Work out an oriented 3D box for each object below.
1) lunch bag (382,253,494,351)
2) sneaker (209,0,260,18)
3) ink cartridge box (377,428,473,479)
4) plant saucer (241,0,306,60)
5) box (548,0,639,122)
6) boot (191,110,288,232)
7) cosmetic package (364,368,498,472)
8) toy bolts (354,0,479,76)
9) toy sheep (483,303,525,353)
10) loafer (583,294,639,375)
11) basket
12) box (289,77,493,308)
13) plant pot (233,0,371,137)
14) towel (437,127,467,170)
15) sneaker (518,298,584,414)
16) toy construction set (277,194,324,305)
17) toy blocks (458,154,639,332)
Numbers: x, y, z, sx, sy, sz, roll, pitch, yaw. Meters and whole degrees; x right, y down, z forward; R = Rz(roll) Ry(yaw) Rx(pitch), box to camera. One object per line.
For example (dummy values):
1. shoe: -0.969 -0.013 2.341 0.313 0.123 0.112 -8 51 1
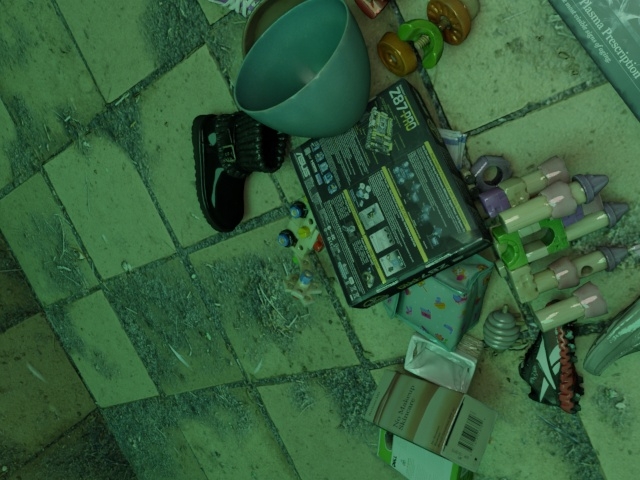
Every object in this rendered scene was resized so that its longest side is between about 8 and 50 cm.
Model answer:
1. lunch bag: 0.240 0.095 1.355 0.262 0.160 0.223 32 144 28
2. sneaker: -0.170 -0.539 1.344 0.282 0.161 0.102 40 126 11
3. ink cartridge box: 0.287 0.572 1.602 0.255 0.097 0.188 26 125 39
4. plant saucer: -0.040 -0.431 1.323 0.278 0.041 0.278 5 125 7
5. box: 0.567 -0.397 0.904 0.312 0.179 0.343 -38 88 38
6. boot: -0.204 -0.179 1.552 0.260 0.131 0.348 5 113 32
7. cosmetic package: 0.260 0.427 1.422 0.129 0.153 0.296 33 163 -25
8. toy bolts: 0.189 -0.470 1.186 0.228 0.158 0.218 49 170 -8
9. toy sheep: 0.419 0.203 1.346 0.091 0.091 0.132 14 115 28
10. loafer: 0.650 0.172 1.158 0.111 0.112 0.319 43 128 20
11. basket: 0.308 0.284 1.444 0.167 0.103 0.113 23 123 24
12. box: 0.134 -0.096 1.249 0.318 0.097 0.395 -32 68 25
13. plant pot: -0.009 -0.328 1.221 0.290 0.290 0.195 -11 146 37
14. towel: 0.220 -0.130 1.355 0.209 0.034 0.285 17 120 28
15. sneaker: 0.506 0.257 1.302 0.135 0.097 0.276 0 113 31
16. toy construction set: 0.000 0.000 1.494 0.215 0.151 0.327 41 116 18
17. toy blocks: 0.469 -0.038 1.147 0.260 0.309 0.288 -24 111 6
